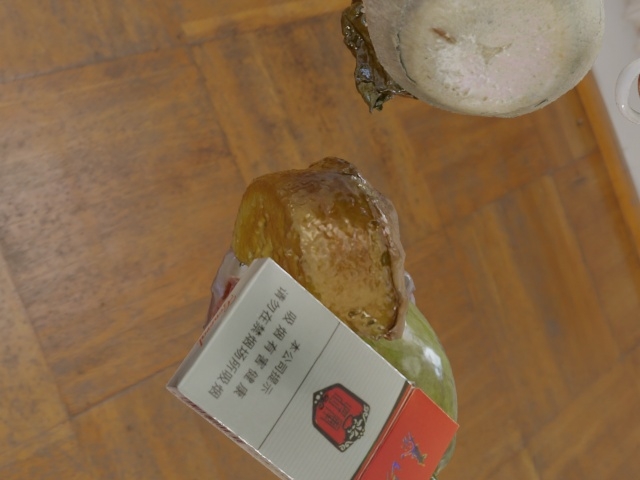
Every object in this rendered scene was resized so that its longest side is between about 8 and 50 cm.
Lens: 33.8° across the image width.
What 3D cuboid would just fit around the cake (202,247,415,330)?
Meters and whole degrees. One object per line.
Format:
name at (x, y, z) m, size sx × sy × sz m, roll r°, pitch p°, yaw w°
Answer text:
cake at (-0.019, 0.116, 1.727) m, size 0.230 × 0.309 × 0.237 m, roll 61°, pitch 51°, yaw -72°

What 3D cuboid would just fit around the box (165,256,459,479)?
box at (0.001, 0.141, 0.893) m, size 0.245 × 0.035 × 0.139 m, roll 43°, pitch 65°, yaw -19°

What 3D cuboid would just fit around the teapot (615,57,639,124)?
teapot at (0.381, -0.140, 1.022) m, size 0.246 × 0.116 × 0.159 m, roll -6°, pitch 39°, yaw -33°

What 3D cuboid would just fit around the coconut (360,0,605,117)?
coconut at (0.150, -0.229, 0.941) m, size 0.224 × 0.224 × 0.234 m, roll 41°, pitch 30°, yaw -27°

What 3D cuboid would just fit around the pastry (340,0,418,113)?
pastry at (0.151, -0.341, 1.634) m, size 0.235 × 0.132 × 0.240 m, roll -22°, pitch 98°, yaw -35°

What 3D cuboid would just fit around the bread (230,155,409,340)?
bread at (0.000, 0.000, 1.038) m, size 0.143 × 0.229 × 0.139 m, roll -11°, pitch 124°, yaw -24°

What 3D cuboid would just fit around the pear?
pear at (0.033, 0.193, 1.346) m, size 0.287 × 0.287 × 0.375 m, roll -7°, pitch 42°, yaw -46°
